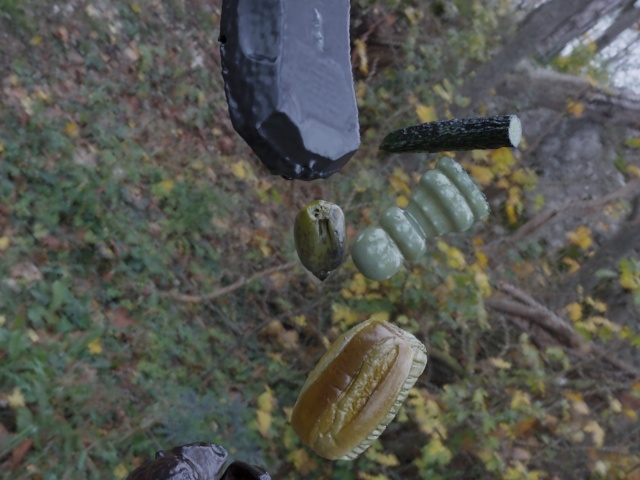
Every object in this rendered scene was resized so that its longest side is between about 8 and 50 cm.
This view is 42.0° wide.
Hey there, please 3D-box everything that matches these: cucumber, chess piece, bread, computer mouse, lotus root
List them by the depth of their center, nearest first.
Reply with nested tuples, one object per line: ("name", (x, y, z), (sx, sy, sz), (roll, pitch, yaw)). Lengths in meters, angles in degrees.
("computer mouse", (-0.028, -0.150, 0.654), (0.122, 0.073, 0.217), (19, 62, -49))
("lotus root", (0.000, 0.000, 0.849), (0.049, 0.054, 0.099), (-103, -171, -45))
("bread", (0.057, 0.231, 1.310), (0.140, 0.236, 0.106), (37, 1, 29))
("chess piece", (0.159, -0.026, 1.448), (0.133, 0.243, 0.133), (54, 0, 0))
("cucumber", (0.247, -0.206, 1.645), (0.067, 0.293, 0.068), (1, 88, -58))

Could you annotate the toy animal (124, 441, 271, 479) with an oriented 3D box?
("toy animal", (-0.111, 0.218, 0.585), (0.116, 0.218, 0.179), (68, 18, -1))
